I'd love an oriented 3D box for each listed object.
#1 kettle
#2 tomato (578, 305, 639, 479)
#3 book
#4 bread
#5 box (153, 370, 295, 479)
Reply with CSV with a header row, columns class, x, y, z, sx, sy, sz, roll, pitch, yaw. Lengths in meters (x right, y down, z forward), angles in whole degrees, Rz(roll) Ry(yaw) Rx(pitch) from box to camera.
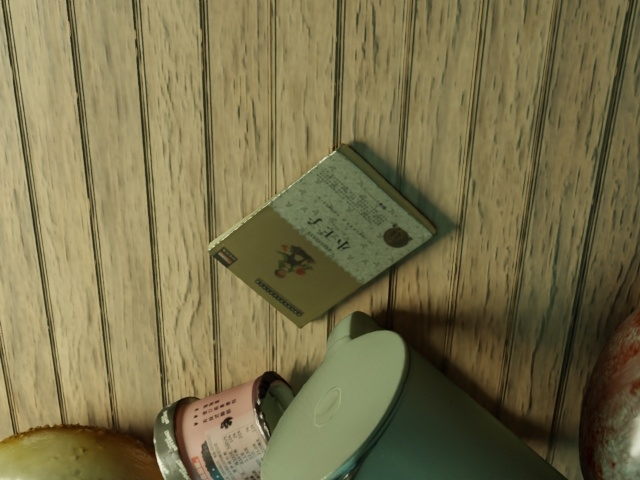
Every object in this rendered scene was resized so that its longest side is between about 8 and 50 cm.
class,x,y,z,sx,sy,sz,roll,pitch,yaw
kettle,0.127,0.235,1.306,0.318,0.265,0.205,41,145,-19
tomato,0.399,0.188,1.245,0.317,0.282,0.316,13,128,17
book,0.000,0.000,1.330,0.138,0.016,0.199,41,124,-20
bread,-0.252,0.300,1.515,0.314,0.171,0.192,33,123,-17
box,-0.085,0.223,1.442,0.135,0.151,0.151,-28,118,19
